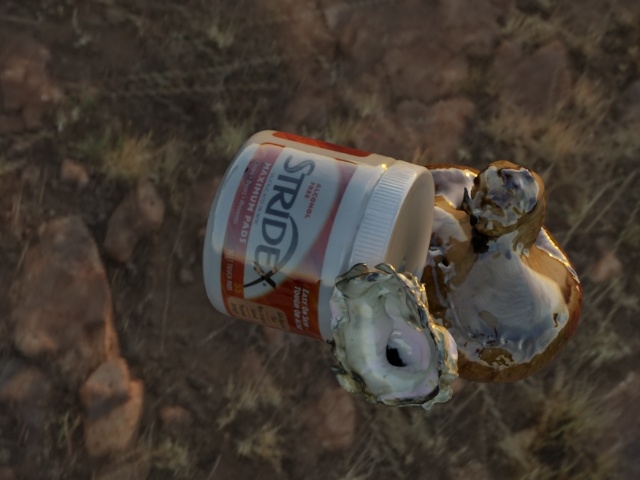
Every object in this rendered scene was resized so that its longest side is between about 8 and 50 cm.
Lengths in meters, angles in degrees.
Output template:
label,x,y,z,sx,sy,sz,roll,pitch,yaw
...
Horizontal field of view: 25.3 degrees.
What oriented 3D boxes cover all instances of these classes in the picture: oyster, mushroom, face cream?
label,x,y,z,sx,sy,sz,roll,pitch,yaw
oyster,0.064,0.093,1.353,0.163,0.191,0.081,56,47,-8
mushroom,0.198,0.030,1.617,0.267,0.254,0.267,4,83,-38
face cream,0.000,0.000,1.464,0.187,0.201,0.201,14,56,16
